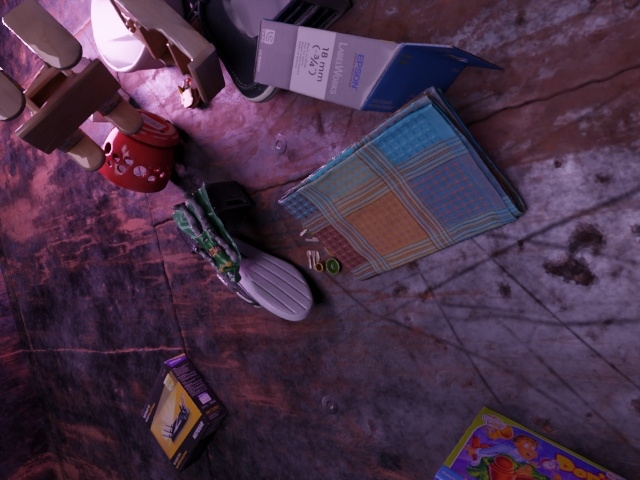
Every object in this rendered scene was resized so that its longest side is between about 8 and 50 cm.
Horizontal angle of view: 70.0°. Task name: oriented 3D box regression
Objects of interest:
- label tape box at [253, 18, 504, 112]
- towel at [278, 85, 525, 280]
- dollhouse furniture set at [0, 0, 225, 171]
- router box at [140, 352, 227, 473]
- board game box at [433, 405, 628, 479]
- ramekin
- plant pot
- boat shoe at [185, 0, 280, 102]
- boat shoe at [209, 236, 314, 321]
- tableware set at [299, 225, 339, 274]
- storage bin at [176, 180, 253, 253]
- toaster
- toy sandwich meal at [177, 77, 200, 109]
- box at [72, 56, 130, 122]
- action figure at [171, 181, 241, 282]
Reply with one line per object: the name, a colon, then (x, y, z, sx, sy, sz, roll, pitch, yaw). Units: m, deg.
label tape box: (0.092, -0.273, 0.757, 0.333, 0.240, 0.106, 25, 114, 31)
towel: (0.129, -0.064, 0.822, 0.370, 0.040, 0.271, -29, 116, 39)
dollhouse furniture set: (-0.437, -0.317, 0.970, 0.256, 0.362, 0.394, 42, 82, 1)
router box: (-0.445, 0.555, 1.465, 0.243, 0.081, 0.309, 44, 123, 22)
board game box: (0.373, 0.426, 0.708, 0.347, 0.233, 0.078, 21, 113, 32)
ramekin: (-0.470, -0.575, 1.194, 0.272, 0.127, 0.273, 9, 105, 35)
plant pot: (-0.490, -0.249, 1.246, 0.191, 0.191, 0.174, 43, 120, 22)
boat shoe: (-0.220, -0.536, 0.995, 0.186, 0.156, 0.501, -20, 90, 37)
boat shoe: (-0.143, 0.105, 1.124, 0.335, 0.121, 0.119, 33, 143, 32)
tableware set: (0.000, 0.000, 1.031, 0.104, 0.024, 0.154, 2, 101, 37)
storage bin: (-0.269, -0.059, 1.161, 0.084, 0.122, 0.180, 54, 126, 14)
toaster: (-0.050, -0.466, 0.873, 0.185, 0.168, 0.110, -27, 86, 39)
toy sandwich meal: (-0.347, -0.388, 1.204, 0.085, 0.029, 0.086, 10, 106, 36)
box: (-0.718, -0.474, 1.420, 0.275, 0.113, 0.094, 42, 123, 24)
action figure: (-0.251, 0.000, 1.052, 0.137, 0.063, 0.232, -39, 85, 33)
